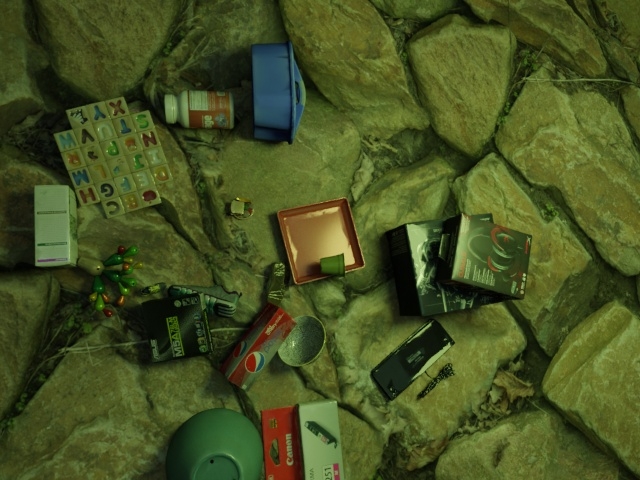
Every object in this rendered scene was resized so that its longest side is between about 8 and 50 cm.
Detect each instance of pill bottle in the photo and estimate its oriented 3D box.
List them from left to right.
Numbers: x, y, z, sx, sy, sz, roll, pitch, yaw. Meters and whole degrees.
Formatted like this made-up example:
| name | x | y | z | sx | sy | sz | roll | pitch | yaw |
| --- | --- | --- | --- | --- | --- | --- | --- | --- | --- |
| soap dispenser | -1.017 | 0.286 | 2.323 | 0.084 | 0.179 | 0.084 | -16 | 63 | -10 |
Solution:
| name | x | y | z | sx | sy | sz | roll | pitch | yaw |
| --- | --- | --- | --- | --- | --- | --- | --- | --- | --- |
| pill bottle | -0.397 | -0.431 | 1.471 | 0.216 | 0.121 | 0.121 | -3 | 81 | -14 |

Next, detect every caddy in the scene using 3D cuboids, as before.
| name | x | y | z | sx | sy | sz | roll | pitch | yaw |
| --- | --- | --- | --- | --- | --- | --- | --- | --- | --- |
| caddy | -0.138 | -0.490 | 1.487 | 0.179 | 0.241 | 0.341 | -2 | 81 | -10 |

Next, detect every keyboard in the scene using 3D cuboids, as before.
| name | x | y | z | sx | sy | sz | roll | pitch | yaw |
| --- | --- | --- | --- | --- | --- | --- | --- | --- | --- |
| keyboard | 0.347 | 0.439 | 1.557 | 0.317 | 0.033 | 0.201 | -36 | 84 | -16 |

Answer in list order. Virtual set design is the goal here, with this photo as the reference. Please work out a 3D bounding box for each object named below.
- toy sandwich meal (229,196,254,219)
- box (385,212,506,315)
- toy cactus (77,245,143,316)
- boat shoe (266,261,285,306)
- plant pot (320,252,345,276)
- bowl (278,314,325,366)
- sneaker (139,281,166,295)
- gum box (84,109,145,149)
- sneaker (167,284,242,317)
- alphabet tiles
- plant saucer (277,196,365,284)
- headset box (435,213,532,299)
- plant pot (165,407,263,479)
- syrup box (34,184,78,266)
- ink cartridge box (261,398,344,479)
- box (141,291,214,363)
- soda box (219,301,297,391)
| name | x | y | z | sx | sy | sz | roll | pitch | yaw |
| --- | --- | --- | --- | --- | --- | --- | --- | --- | --- |
| toy sandwich meal | -0.264 | -0.110 | 1.497 | 0.085 | 0.029 | 0.086 | 2 | 80 | -14 |
| box | 0.440 | 0.086 | 1.564 | 0.343 | 0.179 | 0.313 | -8 | 84 | -15 |
| toy cactus | -0.644 | 0.102 | 1.337 | 0.180 | 0.112 | 0.219 | 24 | 84 | 1 |
| boat shoe | -0.151 | 0.146 | 1.479 | 0.056 | 0.048 | 0.153 | 6 | 86 | -26 |
| plant pot | 0.039 | 0.083 | 1.472 | 0.079 | 0.083 | 0.083 | -3 | 81 | -3 |
| bowl | -0.046 | 0.333 | 1.435 | 0.170 | 0.170 | 0.080 | -58 | 141 | -16 |
| sneaker | -0.520 | 0.153 | 1.384 | 0.083 | 0.035 | 0.031 | -22 | 87 | -17 |
| gum box | -0.662 | -0.343 | 1.419 | 0.188 | 0.062 | 0.107 | -13 | 84 | -16 |
| sneaker | -0.365 | 0.175 | 1.415 | 0.223 | 0.083 | 0.098 | 17 | 36 | 2 |
| alphabet tiles | -0.637 | -0.255 | 1.385 | 0.285 | 0.011 | 0.343 | -19 | 102 | -14 |
| plant saucer | 0.000 | 0.000 | 1.536 | 0.259 | 0.048 | 0.258 | -13 | 84 | -15 |
| headset box | 0.512 | 0.054 | 1.435 | 0.293 | 0.110 | 0.218 | 16 | 78 | -11 |
| plant pot | -0.297 | 0.648 | 1.273 | 0.290 | 0.195 | 0.290 | 3 | 80 | -14 |
| syrup box | -0.782 | -0.037 | 1.321 | 0.096 | 0.093 | 0.237 | -3 | 81 | -15 |
| ink cartridge box | -0.055 | 0.657 | 1.404 | 0.238 | 0.060 | 0.275 | -3 | 81 | -16 |
| box | -0.429 | 0.261 | 1.343 | 0.184 | 0.045 | 0.191 | -9 | 92 | 2 |
| soda box | -0.194 | 0.329 | 1.396 | 0.092 | 0.083 | 0.263 | 45 | 72 | -28 |
